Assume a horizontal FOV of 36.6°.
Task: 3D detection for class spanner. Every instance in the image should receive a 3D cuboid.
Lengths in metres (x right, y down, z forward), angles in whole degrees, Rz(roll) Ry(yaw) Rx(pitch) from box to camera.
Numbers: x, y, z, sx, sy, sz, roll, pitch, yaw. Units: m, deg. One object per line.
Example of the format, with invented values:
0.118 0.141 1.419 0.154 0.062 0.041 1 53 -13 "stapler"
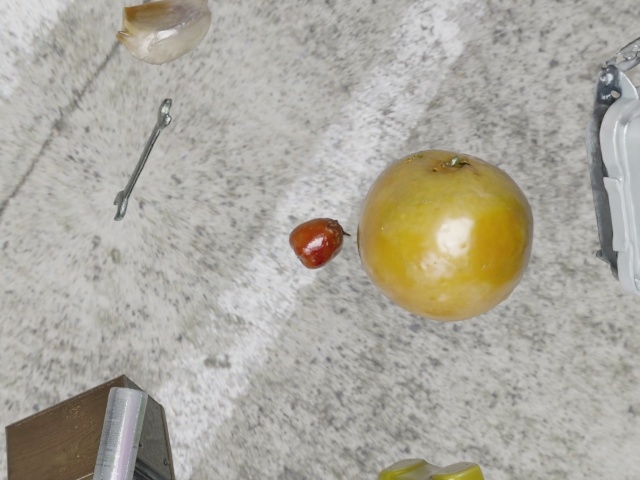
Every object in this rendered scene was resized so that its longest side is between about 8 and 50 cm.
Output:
-0.304 -0.135 1.647 0.015 0.054 0.254 13 127 -28 "spanner"

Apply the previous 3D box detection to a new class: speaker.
-0.383 0.359 1.601 0.231 0.192 0.153 -25 141 8 "speaker"

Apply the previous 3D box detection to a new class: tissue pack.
0.183 0.430 1.585 0.123 0.178 0.127 -9 92 -48 "tissue pack"

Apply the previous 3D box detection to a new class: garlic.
-0.186 -0.275 1.232 0.152 0.066 0.084 -20 92 -20 "garlic"

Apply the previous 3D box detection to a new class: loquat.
0.177 -0.007 1.411 0.263 0.263 0.263 -1 93 -11 "loquat"

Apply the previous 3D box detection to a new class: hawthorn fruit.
0.000 0.000 1.581 0.093 0.081 0.081 -34 99 1 "hawthorn fruit"

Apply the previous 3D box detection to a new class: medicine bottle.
-0.292 0.313 1.382 0.058 0.057 0.199 12 70 -12 "medicine bottle"

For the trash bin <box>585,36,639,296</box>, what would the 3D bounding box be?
0.501 -0.081 1.067 0.256 0.368 0.296 -30 118 -31 "trash bin"
